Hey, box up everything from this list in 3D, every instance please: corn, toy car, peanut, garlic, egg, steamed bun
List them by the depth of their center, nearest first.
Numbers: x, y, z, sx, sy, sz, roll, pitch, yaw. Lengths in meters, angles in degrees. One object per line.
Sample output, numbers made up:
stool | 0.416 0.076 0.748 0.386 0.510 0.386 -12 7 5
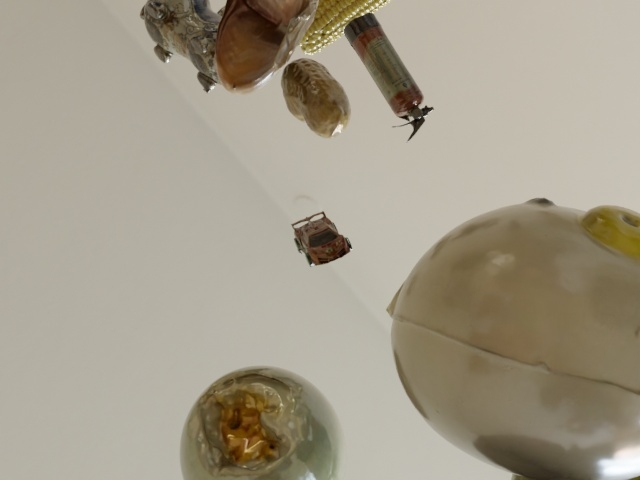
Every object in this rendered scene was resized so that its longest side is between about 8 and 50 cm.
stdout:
garlic | -0.063 -0.240 1.029 0.099 0.174 0.124 32 -163 -4
steamed bun | 0.263 0.115 1.059 0.374 0.334 0.334 18 -112 -25
toy car | 0.000 0.000 1.193 0.059 0.122 0.035 -22 -71 -6
corn | 0.056 -0.380 1.429 0.093 0.244 0.093 52 -170 -13
egg | -0.092 0.365 1.576 0.336 0.278 0.278 77 -149 -54
peanut | -0.008 -0.258 1.724 0.095 0.226 0.108 4 -61 -28

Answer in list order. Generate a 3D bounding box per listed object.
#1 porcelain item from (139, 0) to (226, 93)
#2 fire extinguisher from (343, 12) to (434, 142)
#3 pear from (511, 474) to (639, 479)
porcelain item | -0.206 -0.404 1.802 0.186 0.288 0.138 -36 -35 -26
fire extinguisher | 0.092 -0.216 1.256 0.062 0.050 0.177 -28 -100 -8
pear | 0.376 0.346 1.322 0.269 0.212 0.212 -31 -79 -43
